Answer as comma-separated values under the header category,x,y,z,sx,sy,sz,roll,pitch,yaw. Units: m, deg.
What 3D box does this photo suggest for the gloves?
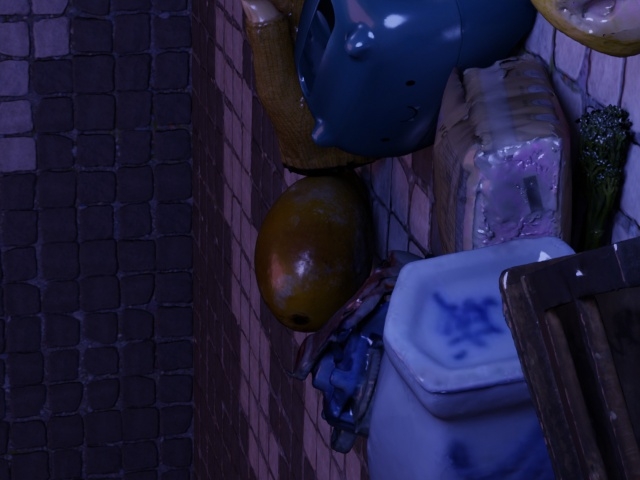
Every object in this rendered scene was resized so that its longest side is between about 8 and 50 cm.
category,x,y,z,sx,sy,sz,roll,pitch,yaw
gloves,-0.003,-0.244,2.124,0.155,0.203,0.356,-123,24,-48

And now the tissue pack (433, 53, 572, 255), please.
category,x,y,z,sx,sy,sz,roll,pitch,yaw
tissue pack,0.167,-0.038,1.562,0.256,0.123,0.215,-82,-10,-67

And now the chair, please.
category,x,y,z,sx,sy,sz,roll,pitch,yaw
chair,0.240,0.090,1.123,0.416,0.241,0.203,151,102,-74

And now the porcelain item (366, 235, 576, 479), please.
category,x,y,z,sx,sy,sz,roll,pitch,yaw
porcelain item,0.159,0.173,1.421,0.405,0.243,0.178,77,-178,-54

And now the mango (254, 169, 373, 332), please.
category,x,y,z,sx,sy,sz,roll,pitch,yaw
mango,0.000,0.000,2.217,0.316,0.146,0.192,-71,-21,-60

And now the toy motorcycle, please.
category,x,y,z,sx,sy,sz,roll,pitch,yaw
toy motorcycle,0.088,0.137,2.033,0.182,0.241,0.319,44,166,1

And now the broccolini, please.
category,x,y,z,sx,sy,sz,roll,pitch,yaw
broccolini,0.249,-0.007,1.521,0.054,0.051,0.239,15,118,28

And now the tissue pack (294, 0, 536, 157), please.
category,x,y,z,sx,sy,sz,roll,pitch,yaw
tissue pack,0.079,-0.216,1.743,0.198,0.206,0.287,66,158,18

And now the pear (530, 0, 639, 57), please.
category,x,y,z,sx,sy,sz,roll,pitch,yaw
pear,0.234,-0.223,1.280,0.178,0.178,0.178,176,90,-76
